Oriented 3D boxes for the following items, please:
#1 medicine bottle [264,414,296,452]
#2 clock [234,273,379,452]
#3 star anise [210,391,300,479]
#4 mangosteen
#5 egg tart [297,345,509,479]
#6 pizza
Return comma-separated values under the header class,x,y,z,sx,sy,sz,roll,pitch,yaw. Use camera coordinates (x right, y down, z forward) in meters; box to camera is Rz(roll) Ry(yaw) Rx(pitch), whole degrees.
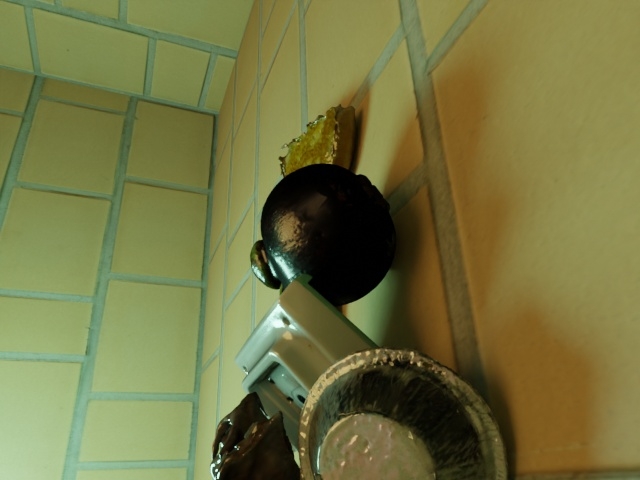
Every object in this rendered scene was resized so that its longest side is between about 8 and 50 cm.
class,x,y,z,sx,sy,sz,roll,pitch,yaw
medicine bottle,-0.091,0.340,1.040,0.186,0.103,0.102,-105,30,-48
clock,-0.012,0.202,0.694,0.116,0.231,0.262,-44,-6,-38
star anise,-0.089,0.354,0.615,0.332,0.118,0.331,-178,90,-78
mangosteen,0.000,0.000,0.752,0.243,0.243,0.242,-172,90,-70
egg tart,0.070,0.226,0.511,0.234,0.094,0.233,-2,85,28
pizza,-0.017,-0.170,1.057,0.297,0.071,0.188,-8,76,58
